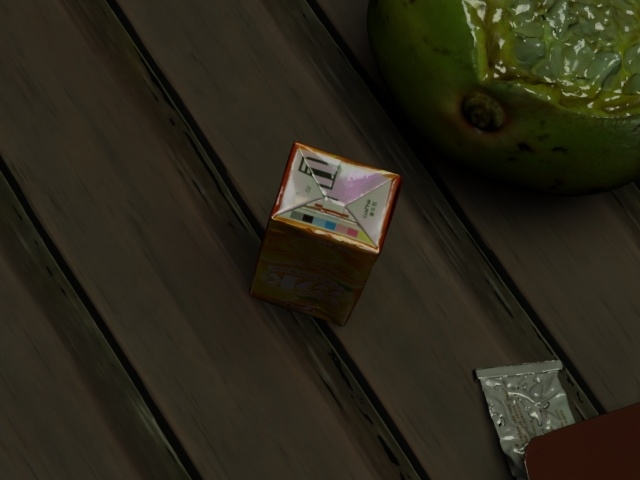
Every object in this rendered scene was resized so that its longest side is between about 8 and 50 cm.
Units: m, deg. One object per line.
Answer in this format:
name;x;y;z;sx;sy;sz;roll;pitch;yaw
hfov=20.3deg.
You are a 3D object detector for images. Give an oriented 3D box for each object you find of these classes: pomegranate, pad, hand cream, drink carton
pomegranate;0.197;-0.183;1.609;0.309;0.216;0.358;32;40;4
pad;0.280;0.276;1.521;0.181;0.004;0.267;-13;79;-30
hand cream;0.203;0.223;1.546;0.084;0.050;0.257;-10;70;-8
drink carton;0.000;0.000;1.498;0.096;0.223;0.071;18;71;0
